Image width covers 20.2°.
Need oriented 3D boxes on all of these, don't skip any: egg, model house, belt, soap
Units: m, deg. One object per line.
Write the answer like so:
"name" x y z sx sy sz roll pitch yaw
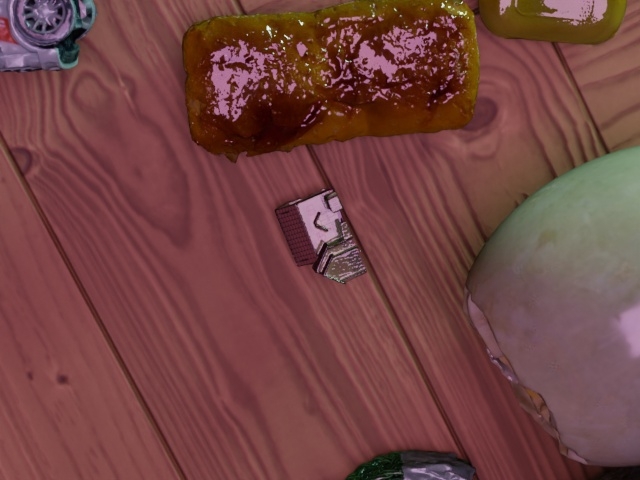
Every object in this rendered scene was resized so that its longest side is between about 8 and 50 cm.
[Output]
"egg" 0.309 0.048 1.594 0.336 0.278 0.278 -27 101 0
"model house" 0.000 0.000 1.669 0.058 0.057 0.083 -22 102 -7
"belt" 0.086 0.265 1.707 0.151 0.079 0.121 -21 100 -3
"soap" 0.214 -0.227 1.660 0.140 0.045 0.089 4 96 -5

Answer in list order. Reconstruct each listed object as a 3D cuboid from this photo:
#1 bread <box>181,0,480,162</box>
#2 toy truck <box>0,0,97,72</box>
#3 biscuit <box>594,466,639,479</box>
"bread" 0.010 -0.147 1.637 0.271 0.077 0.139 -5 102 -8
"toy truck" -0.299 -0.291 1.555 0.162 0.136 0.305 -8 97 2
"biscuit" 0.299 0.244 1.616 0.186 0.309 0.079 -27 89 -2
